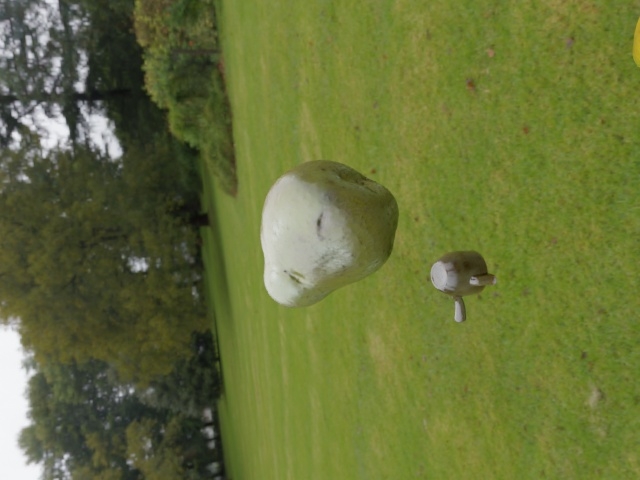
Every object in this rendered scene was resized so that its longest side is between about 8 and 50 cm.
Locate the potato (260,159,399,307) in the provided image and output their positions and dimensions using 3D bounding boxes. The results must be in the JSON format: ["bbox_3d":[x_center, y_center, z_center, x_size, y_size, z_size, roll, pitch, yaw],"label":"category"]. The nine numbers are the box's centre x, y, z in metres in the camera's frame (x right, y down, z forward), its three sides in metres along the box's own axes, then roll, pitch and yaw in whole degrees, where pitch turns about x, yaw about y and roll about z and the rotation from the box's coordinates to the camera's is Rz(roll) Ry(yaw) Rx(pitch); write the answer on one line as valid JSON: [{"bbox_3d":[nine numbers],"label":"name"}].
[{"bbox_3d":[0.000,0.000,0.694,0.194,0.157,0.157,-58,34,29],"label":"potato"}]

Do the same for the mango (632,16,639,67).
[{"bbox_3d":[0.645,-0.400,1.053,0.119,0.176,0.317,43,179,13],"label":"mango"}]

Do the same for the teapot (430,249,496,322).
[{"bbox_3d":[0.206,0.071,0.861,0.085,0.080,0.110,33,122,59],"label":"teapot"}]
